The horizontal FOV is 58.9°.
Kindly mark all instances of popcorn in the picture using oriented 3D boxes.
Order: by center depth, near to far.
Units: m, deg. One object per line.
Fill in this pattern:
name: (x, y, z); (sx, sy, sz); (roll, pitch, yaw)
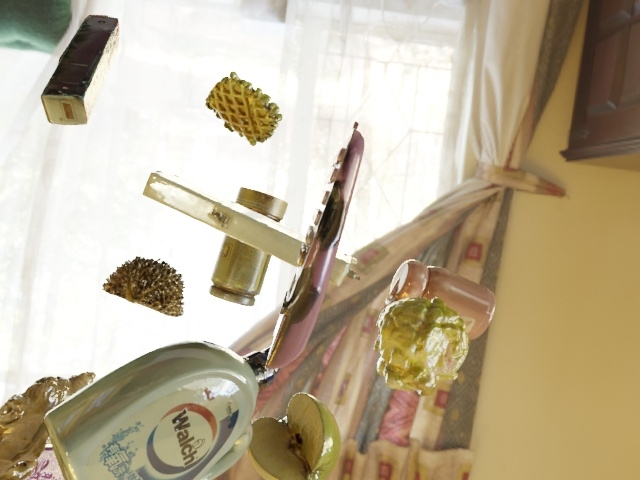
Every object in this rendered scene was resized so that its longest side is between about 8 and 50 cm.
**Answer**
popcorn: (0.237, 0.257, 1.416); (0.259, 0.259, 0.212); (4, -172, -19)

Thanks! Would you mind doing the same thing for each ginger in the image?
ginger: (-0.572, 0.374, 1.085); (0.080, 0.333, 0.166); (23, 157, 44)

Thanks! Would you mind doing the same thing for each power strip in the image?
power strip: (-0.104, -0.018, 0.896); (0.367, 0.043, 0.106); (25, -173, 4)

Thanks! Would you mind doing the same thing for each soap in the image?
soap: (-0.899, 0.711, 1.710); (0.081, 0.181, 0.259); (-8, 160, 39)

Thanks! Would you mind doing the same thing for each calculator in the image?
calculator: (0.001, 0.001, 0.679); (0.043, 0.294, 0.194); (19, -176, -2)

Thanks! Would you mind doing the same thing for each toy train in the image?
toy train: (-0.534, -0.401, 1.300); (0.086, 0.089, 0.409); (0, -137, -6)

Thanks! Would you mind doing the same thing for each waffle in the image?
waffle: (-0.205, -0.346, 1.517); (0.208, 0.054, 0.214); (41, 146, -19)

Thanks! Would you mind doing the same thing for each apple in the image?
apple: (-0.071, 0.665, 1.833); (0.258, 0.295, 0.233); (49, 170, 40)

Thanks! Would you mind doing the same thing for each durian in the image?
durian: (-0.303, 0.073, 1.017); (0.148, 0.091, 0.188); (21, 173, -12)

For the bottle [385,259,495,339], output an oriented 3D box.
bottle: (0.356, 0.185, 1.718); (0.297, 0.206, 0.173); (25, 175, -11)

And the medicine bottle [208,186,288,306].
medicine bottle: (-0.212, 0.020, 1.647); (0.151, 0.322, 0.151); (17, 177, 1)

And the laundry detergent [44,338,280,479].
laundry detergent: (-0.162, 0.221, 0.686); (0.280, 0.214, 0.105); (-24, -146, -34)
